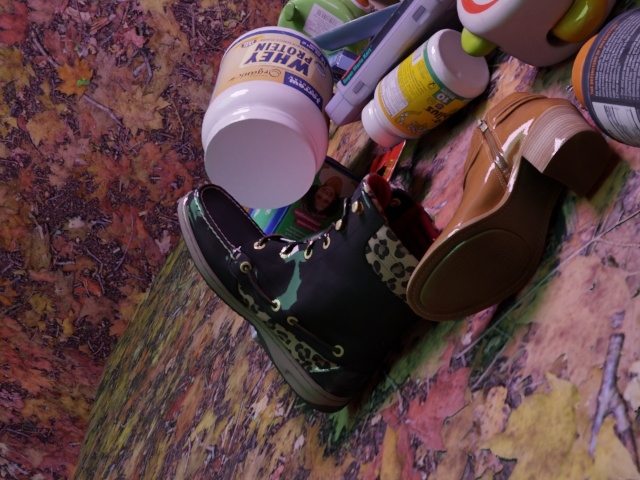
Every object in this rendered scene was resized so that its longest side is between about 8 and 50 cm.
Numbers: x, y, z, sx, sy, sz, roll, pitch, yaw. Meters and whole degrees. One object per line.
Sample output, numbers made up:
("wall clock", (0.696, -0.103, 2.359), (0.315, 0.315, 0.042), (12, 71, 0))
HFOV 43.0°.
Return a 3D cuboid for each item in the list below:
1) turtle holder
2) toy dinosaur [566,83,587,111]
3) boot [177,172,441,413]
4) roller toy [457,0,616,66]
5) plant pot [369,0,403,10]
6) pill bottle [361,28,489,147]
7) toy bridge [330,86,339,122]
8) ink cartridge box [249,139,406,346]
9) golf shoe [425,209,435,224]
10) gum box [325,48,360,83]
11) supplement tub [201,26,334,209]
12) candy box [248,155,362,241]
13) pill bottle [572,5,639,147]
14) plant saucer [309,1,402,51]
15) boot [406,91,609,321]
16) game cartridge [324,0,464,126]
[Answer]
("turtle holder", (0.025, -0.517, 2.100), (0.227, 0.243, 0.320), (-55, -31, -41))
("toy dinosaur", (0.325, -0.172, 0.909), (0.090, 0.047, 0.082), (-29, 5, -6))
("boot", (-0.008, 0.013, 1.094), (0.284, 0.377, 0.138), (-45, -17, 32))
("roller toy", (0.289, -0.333, 1.057), (0.209, 0.146, 0.191), (-9, 63, 63))
("plant pot", (0.189, -0.560, 1.835), (0.096, 0.109, 0.109), (-51, 14, -12))
("pill bottle", (0.161, -0.236, 1.310), (0.208, 0.117, 0.118), (-34, 31, 48))
("toy bridge", (0.055, -0.349, 1.944), (0.188, 0.063, 0.026), (-60, 16, 10))
("ink cartridge box", (0.000, 0.000, 1.384), (0.385, 0.091, 0.308), (-64, 5, -2))
("golf shoe", (0.111, -0.015, 1.206), (0.186, 0.067, 0.086), (-35, 29, 57))
("gum box", (0.084, -0.334, 1.660), (0.041, 0.157, 0.184), (-68, 17, 0))
("supplement tub", (-0.094, -0.228, 1.498), (0.228, 0.228, 0.316), (-49, 23, 35))
("candy box", (-0.068, -0.038, 1.690), (0.317, 0.122, 0.268), (-60, 18, 7))
("pill bottle", (0.310, -0.137, 0.690), (0.130, 0.130, 0.246), (-59, 17, 7))
("plant saucer", (0.133, -0.441, 1.628), (0.317, 0.044, 0.317), (-19, 13, 4))
("boot", (0.190, -0.054, 0.951), (0.283, 0.109, 0.220), (-55, 18, 15))
("game cartridge", (0.171, -0.343, 1.385), (0.230, 0.068, 0.355), (-19, -21, -46))
